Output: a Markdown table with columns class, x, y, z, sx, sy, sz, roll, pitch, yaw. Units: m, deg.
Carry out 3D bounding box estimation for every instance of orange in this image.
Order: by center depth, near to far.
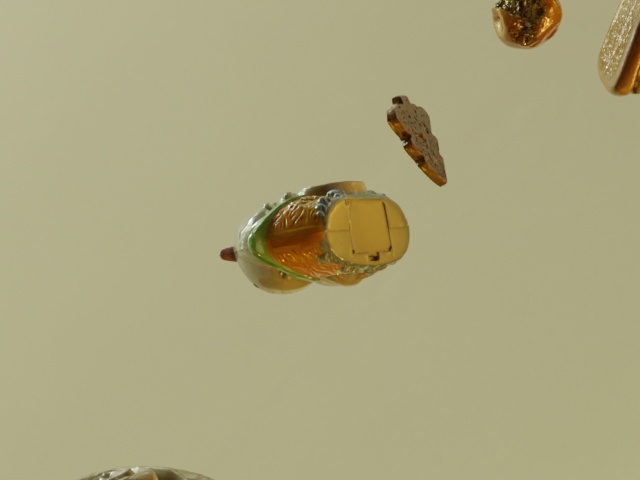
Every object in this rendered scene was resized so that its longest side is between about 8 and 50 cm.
| class | x | y | z | sx | sy | sz | roll | pitch | yaw |
| --- | --- | --- | --- | --- | --- | --- | --- | --- | --- |
| orange | 0.246 | -0.261 | 1.344 | 0.086 | 0.086 | 0.062 | -8 | -129 | 14 |

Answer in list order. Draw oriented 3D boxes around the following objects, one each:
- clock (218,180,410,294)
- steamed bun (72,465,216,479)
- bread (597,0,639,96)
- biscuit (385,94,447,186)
| class | x | y | z | sx | sy | sz | roll | pitch | yaw |
| --- | --- | --- | --- | --- | --- | --- | --- | --- | --- |
| clock | 0.000 | 0.000 | 1.156 | 0.144 | 0.231 | 0.103 | -11 | -97 | 39 |
| steamed bun | -0.216 | 0.370 | 1.196 | 0.309 | 0.219 | 0.324 | -16 | -154 | 29 |
| bread | 0.345 | -0.239 | 1.137 | 0.077 | 0.116 | 0.200 | 16 | -65 | -9 |
| biscuit | 0.089 | -0.089 | 1.021 | 0.016 | 0.082 | 0.092 | -27 | -92 | 26 |
